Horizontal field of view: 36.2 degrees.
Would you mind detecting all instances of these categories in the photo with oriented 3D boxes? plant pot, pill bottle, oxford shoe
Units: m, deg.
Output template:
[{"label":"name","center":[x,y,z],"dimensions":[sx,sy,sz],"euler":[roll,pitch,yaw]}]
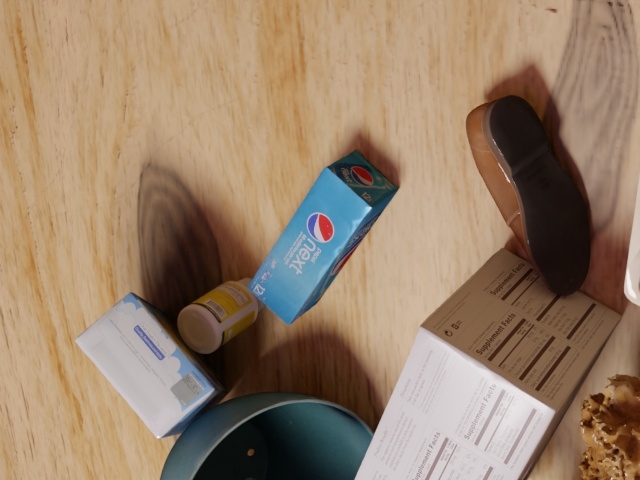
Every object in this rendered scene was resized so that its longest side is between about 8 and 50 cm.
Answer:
[{"label":"plant pot","center":[-0.086,0.312,1.224],"dimensions":[0.195,0.290,0.290],"euler":[16,122,58]},{"label":"pill bottle","center":[-0.118,0.089,1.219],"dimensions":[0.065,0.116,0.065],"euler":[15,118,30]},{"label":"oxford shoe","center":[0.207,-0.044,0.980],"dimensions":[0.212,0.076,0.076],"euler":[66,159,-11]}]

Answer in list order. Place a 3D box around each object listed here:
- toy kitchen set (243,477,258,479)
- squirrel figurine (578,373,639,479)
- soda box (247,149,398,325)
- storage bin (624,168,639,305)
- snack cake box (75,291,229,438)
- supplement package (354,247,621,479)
[{"label":"toy kitchen set","center":[0.016,0.295,1.133],"dimensions":[0.166,0.207,0.122],"euler":[15,91,21]},{"label":"squirrel figurine","center":[0.351,0.308,0.945],"dimensions":[0.370,0.281,0.396],"euler":[6,100,44]},{"label":"soda box","center":[0.000,0.000,1.129],"dimensions":[0.071,0.067,0.210],"euler":[43,129,11]},{"label":"storage bin","center":[0.312,-0.098,0.693],"dimensions":[0.123,0.262,0.260],"euler":[11,115,24]},{"label":"snack cake box","center":[-0.201,0.161,1.229],"dimensions":[0.152,0.089,0.264],"euler":[48,173,6]},{"label":"supplement package","center":[0.163,0.177,1.009],"dimensions":[0.145,0.204,0.261],"euler":[32,125,18]}]
